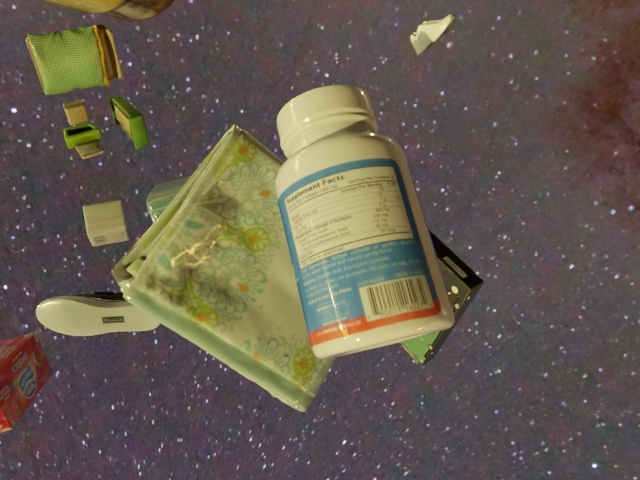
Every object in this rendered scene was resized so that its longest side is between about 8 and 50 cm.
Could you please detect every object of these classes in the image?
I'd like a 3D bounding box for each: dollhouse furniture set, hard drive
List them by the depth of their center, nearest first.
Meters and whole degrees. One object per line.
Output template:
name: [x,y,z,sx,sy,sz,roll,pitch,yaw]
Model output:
hard drive: [0.251,0.140,1.289,0.064,0.339,0.237,-21,-126,-33]
dollhouse furniture set: [-0.594,-0.380,1.307,0.197,0.302,0.151,-25,-130,-26]

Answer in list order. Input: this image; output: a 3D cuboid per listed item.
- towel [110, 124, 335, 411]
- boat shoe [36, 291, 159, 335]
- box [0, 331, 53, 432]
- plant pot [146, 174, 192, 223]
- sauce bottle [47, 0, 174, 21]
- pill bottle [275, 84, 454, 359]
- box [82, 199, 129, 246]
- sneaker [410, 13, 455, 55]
towel: [-0.087,0.046,0.811,0.374,0.090,0.320,40,-111,-20]
boat shoe: [-0.419,0.130,0.978,0.228,0.080,0.076,-1,-158,-8]
box: [-0.733,0.327,1.145,0.128,0.123,0.257,-16,-164,-6]
plant pot: [-0.474,-0.084,1.791,0.247,0.248,0.252,-15,-162,5]
sauce bottle: [-0.204,-0.177,0.187,0.111,0.111,0.344,44,-154,19]
pill bottle: [0.029,-0.017,0.447,0.124,0.124,0.222,-7,-107,-23]
box: [-0.590,-0.047,1.389,0.102,0.101,0.087,-12,-106,-20]
sneaker: [0.282,-0.538,1.293,0.053,0.152,0.061,-40,-82,-28]
